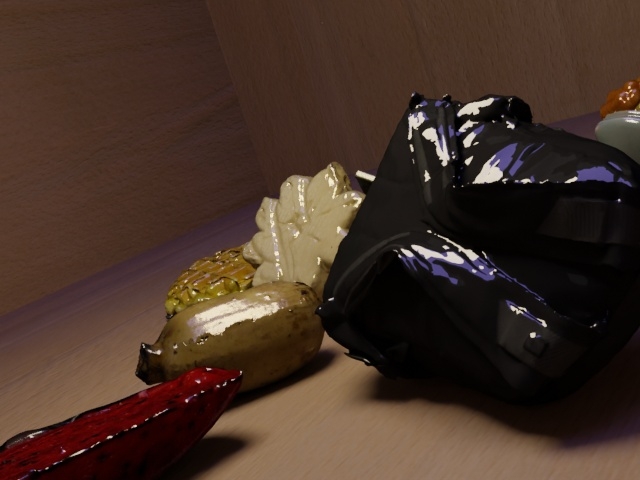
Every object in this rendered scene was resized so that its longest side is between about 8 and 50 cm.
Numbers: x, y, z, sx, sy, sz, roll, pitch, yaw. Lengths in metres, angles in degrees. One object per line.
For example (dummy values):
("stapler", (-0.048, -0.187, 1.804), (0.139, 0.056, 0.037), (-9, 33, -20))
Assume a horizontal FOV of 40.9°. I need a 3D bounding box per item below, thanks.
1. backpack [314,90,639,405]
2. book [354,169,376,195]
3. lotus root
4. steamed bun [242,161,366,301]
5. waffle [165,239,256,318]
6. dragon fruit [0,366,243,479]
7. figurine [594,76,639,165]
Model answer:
("backpack", (0.185, 0.007, 0.954), (0.255, 0.363, 0.446), (25, -2, -29))
("book", (0.184, -0.061, 1.639), (0.228, 0.024, 0.160), (23, -15, 24))
("lotus root", (-0.124, 0.147, 1.220), (0.284, 0.146, 0.160), (-13, -13, -16))
("steamed bun", (0.000, 0.000, 1.665), (0.292, 0.295, 0.137), (15, -12, 44))
("waffle", (-0.169, 0.070, 1.986), (0.380, 0.095, 0.382), (-14, 11, 10))
("dragon fruit", (-0.266, 0.249, 0.991), (0.344, 0.100, 0.282), (-22, 7, -43))
("figurine", (0.736, -0.288, 1.702), (0.382, 0.225, 0.205), (-46, 48, 10))
